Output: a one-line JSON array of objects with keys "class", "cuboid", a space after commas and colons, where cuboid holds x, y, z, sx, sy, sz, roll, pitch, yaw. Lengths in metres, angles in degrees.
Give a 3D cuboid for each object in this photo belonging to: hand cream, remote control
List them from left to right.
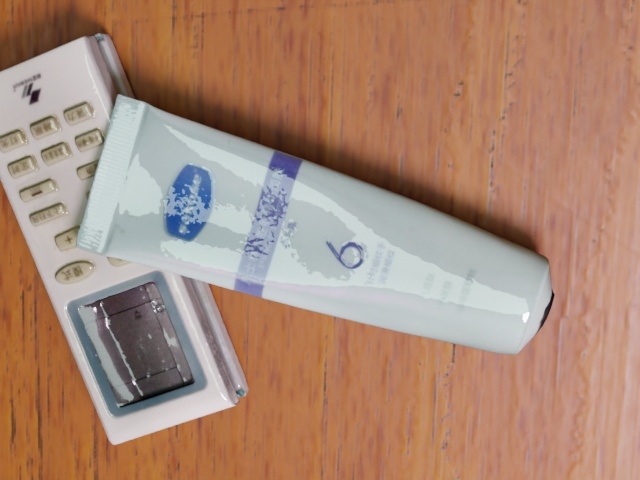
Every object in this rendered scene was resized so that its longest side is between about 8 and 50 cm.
[{"class": "remote control", "cuboid": [-0.151, 0.001, 1.035, 0.102, 0.055, 0.277, -19, 96, 16]}, {"class": "hand cream", "cuboid": [0.000, 0.000, 0.984, 0.320, 0.067, 0.109, 18, 98, 5]}]
